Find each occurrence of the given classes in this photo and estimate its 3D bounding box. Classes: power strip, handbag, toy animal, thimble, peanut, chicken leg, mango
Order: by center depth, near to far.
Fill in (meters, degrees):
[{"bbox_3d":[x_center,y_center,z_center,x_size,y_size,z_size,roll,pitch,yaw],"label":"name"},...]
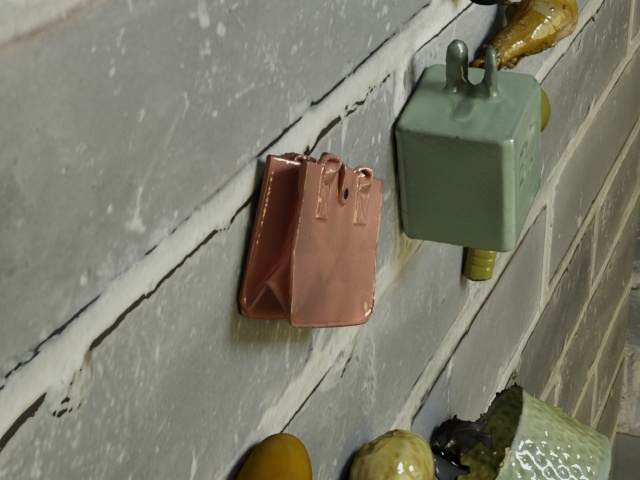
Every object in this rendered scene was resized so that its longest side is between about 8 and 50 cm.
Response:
[{"bbox_3d":[-0.044,0.249,1.185,0.102,0.084,0.184,78,24,-45],"label":"mango"},{"bbox_3d":[0.000,0.000,1.222,0.212,0.059,0.157,7,93,-69],"label":"handbag"},{"bbox_3d":[0.063,0.299,1.478,0.103,0.098,0.229,45,43,-14],"label":"peanut"},{"bbox_3d":[0.170,-0.117,1.506,0.140,0.139,0.224,-60,152,-42],"label":"power strip"},{"bbox_3d":[0.263,-0.276,1.776,0.207,0.101,0.085,-40,136,-30],"label":"chicken leg"},{"bbox_3d":[0.265,0.349,1.807,0.271,0.150,0.271,-61,-177,5],"label":"thimble"},{"bbox_3d":[0.191,0.278,1.835,0.105,0.070,0.202,-48,-178,5],"label":"toy animal"}]

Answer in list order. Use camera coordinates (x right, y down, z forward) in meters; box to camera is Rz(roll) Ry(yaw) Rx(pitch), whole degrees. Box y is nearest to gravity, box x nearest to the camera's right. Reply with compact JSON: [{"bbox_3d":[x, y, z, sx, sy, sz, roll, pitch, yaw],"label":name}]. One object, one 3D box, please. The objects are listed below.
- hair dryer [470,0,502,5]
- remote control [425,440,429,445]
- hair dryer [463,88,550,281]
[{"bbox_3d":[0.211,-0.418,1.561,0.128,0.070,0.256,34,72,-67],"label":"hair dryer"},{"bbox_3d":[0.116,0.345,1.734,0.184,0.027,0.050,-62,153,-42],"label":"remote control"},{"bbox_3d":[0.243,-0.079,1.823,0.135,0.090,0.279,-40,142,-64],"label":"hair dryer"}]
